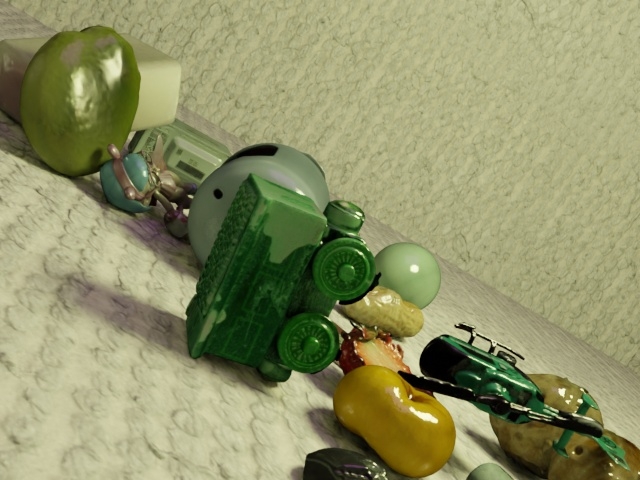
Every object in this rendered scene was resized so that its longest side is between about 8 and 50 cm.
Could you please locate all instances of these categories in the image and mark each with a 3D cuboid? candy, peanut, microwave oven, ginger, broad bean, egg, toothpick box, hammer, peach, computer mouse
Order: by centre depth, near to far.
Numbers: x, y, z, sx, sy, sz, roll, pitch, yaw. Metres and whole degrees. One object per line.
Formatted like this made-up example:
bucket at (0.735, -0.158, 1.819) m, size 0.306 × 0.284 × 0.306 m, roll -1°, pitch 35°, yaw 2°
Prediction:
computer mouse at (0.053, 0.279, 0.958) m, size 0.106 × 0.062 × 0.192 m, roll 22°, pitch 12°, yaw -44°
peach at (0.100, 0.239, 1.200) m, size 0.179 × 0.103 × 0.179 m, roll 35°, pitch 8°, yaw -6°
hammer at (0.278, 0.375, 1.221) m, size 0.194 × 0.069 × 0.116 m, roll 35°, pitch 5°, yaw -41°
ginger at (0.430, 0.351, 1.484) m, size 0.256 × 0.176 × 0.375 m, roll 32°, pitch 10°, yaw -28°
toothpick box at (-0.097, -0.032, 1.578) m, size 0.263 × 0.263 × 0.354 m, roll 32°, pitch 11°, yaw -3°
broad bean at (-0.419, -0.254, 1.581) m, size 0.119 × 0.291 × 0.238 m, roll 3°, pitch -26°, yaw 30°
candy at (-0.467, -0.314, 1.796) m, size 0.208 × 0.145 × 0.359 m, roll 34°, pitch 30°, yaw 27°
peanut at (0.134, 0.149, 1.845) m, size 0.214 × 0.099 × 0.099 m, roll 32°, pitch 7°, yaw -36°
microwave oven at (-0.321, -0.197, 2.035) m, size 0.208 × 0.122 × 0.162 m, roll 28°, pitch 10°, yaw -20°
egg at (0.198, 0.088, 2.098) m, size 0.168 × 0.168 × 0.231 m, roll 35°, pitch 7°, yaw 16°

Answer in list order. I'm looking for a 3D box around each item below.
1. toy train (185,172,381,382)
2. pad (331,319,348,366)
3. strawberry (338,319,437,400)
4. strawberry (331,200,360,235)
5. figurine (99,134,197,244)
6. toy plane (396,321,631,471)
toy train at (-0.049, 0.056, 1.187) m, size 0.202 × 0.266 × 0.145 m, roll 21°, pitch 12°, yaw -17°
pad at (0.038, 0.186, 1.567) m, size 0.300 × 0.005 × 0.202 m, roll 37°, pitch 10°, yaw 29°
strawberry at (0.096, 0.224, 1.354) m, size 0.208 × 0.087 × 0.167 m, roll 56°, pitch 19°, yaw 22°
strawberry at (0.000, 0.000, 1.846) m, size 0.187 × 0.201 × 0.184 m, roll 45°, pitch 30°, yaw -21°
figurine at (-0.298, -0.077, 1.634) m, size 0.260 × 0.103 × 0.205 m, roll 16°, pitch 55°, yaw -66°
toy plane at (0.289, 0.236, 1.344) m, size 0.382 × 0.106 × 0.155 m, roll 27°, pitch 14°, yaw -7°
